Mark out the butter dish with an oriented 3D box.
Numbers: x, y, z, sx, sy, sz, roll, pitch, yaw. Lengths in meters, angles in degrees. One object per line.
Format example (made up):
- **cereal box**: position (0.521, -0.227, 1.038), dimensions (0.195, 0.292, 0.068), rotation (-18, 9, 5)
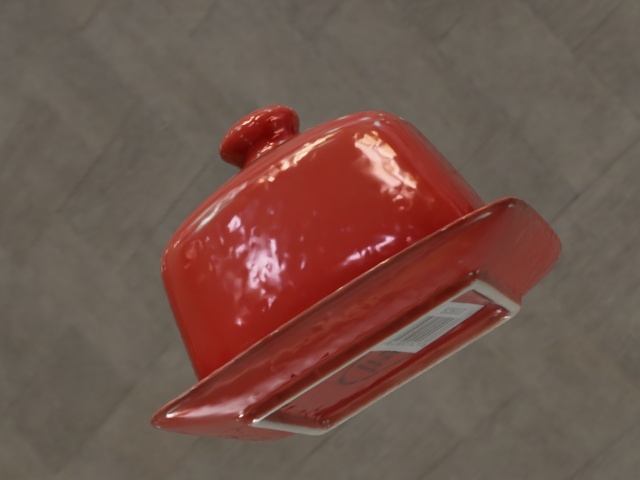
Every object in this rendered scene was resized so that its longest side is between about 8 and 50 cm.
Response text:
- **butter dish**: position (0.000, 0.000, 0.683), dimensions (0.160, 0.160, 0.118), rotation (-32, 74, 9)
